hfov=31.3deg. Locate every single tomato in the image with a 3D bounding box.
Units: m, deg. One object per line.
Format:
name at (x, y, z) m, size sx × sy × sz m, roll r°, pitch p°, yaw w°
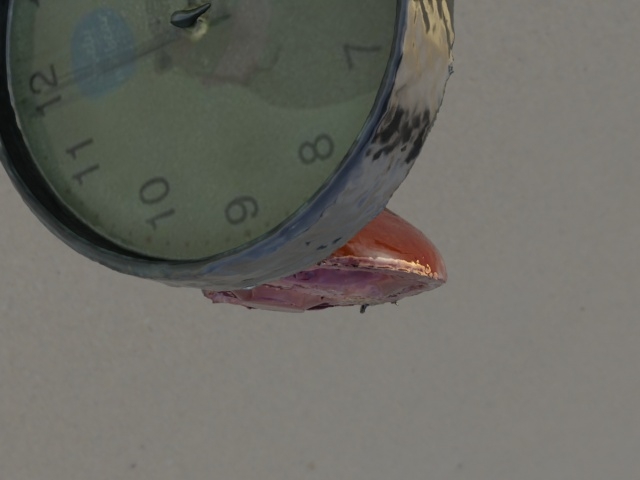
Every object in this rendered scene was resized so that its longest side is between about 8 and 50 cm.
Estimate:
tomato at (0.000, 0.000, 0.917) m, size 0.189 × 0.099 × 0.173 m, roll -13°, pitch 162°, yaw 32°

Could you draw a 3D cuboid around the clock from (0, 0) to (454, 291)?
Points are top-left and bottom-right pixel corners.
clock at (-0.067, -0.113, 0.605) m, size 0.281 × 0.280 × 0.055 m, roll -54°, pitch 158°, yaw 15°
